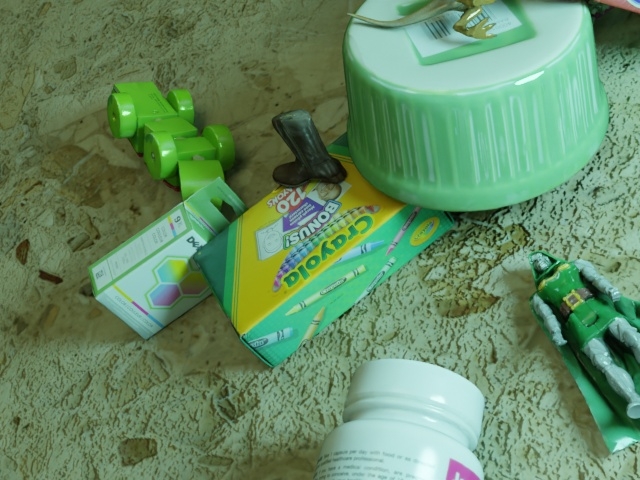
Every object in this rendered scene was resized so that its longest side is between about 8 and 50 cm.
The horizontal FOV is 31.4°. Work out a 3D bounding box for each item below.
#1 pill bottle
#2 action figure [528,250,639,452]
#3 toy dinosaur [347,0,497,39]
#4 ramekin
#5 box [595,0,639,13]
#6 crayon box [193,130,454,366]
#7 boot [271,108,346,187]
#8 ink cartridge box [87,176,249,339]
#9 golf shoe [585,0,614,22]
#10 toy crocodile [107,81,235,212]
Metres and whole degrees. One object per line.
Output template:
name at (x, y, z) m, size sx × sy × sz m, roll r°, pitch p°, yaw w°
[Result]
pill bottle at (0.064, 0.265, 1.062) m, size 0.160 × 0.160 × 0.283 m, roll -5°, pitch 56°, yaw 32°
action figure at (0.272, 0.083, 1.135) m, size 0.137 × 0.063 × 0.232 m, roll -41°, pitch 41°, yaw 6°
toy dinosaur at (0.144, -0.258, 1.215) m, size 0.211 × 0.064 × 0.112 m, roll -34°, pitch 39°, yaw 9°
ramekin at (0.167, -0.188, 1.281) m, size 0.303 × 0.148 × 0.303 m, roll -8°, pitch 43°, yaw 8°
box at (0.345, -0.320, 1.227) m, size 0.128 × 0.257 × 0.123 m, roll -107°, pitch 33°, yaw -55°
crayon box at (0.000, 0.000, 1.362) m, size 0.278 × 0.081 × 0.165 m, roll -39°, pitch 44°, yaw 2°
boot at (-0.035, -0.110, 1.329) m, size 0.106 × 0.114 × 0.037 m, roll -3°, pitch 55°, yaw 32°
ink cartridge box at (-0.178, 0.025, 1.445) m, size 0.209 × 0.109 × 0.062 m, roll -35°, pitch 45°, yaw 7°
golf shoe at (0.237, -0.327, 1.433) m, size 0.306 × 0.115 × 0.140 m, roll -4°, pitch 52°, yaw 30°
toy crocodile at (-0.216, -0.136, 1.606) m, size 0.115 × 0.105 × 0.340 m, roll -10°, pitch 35°, yaw -29°
